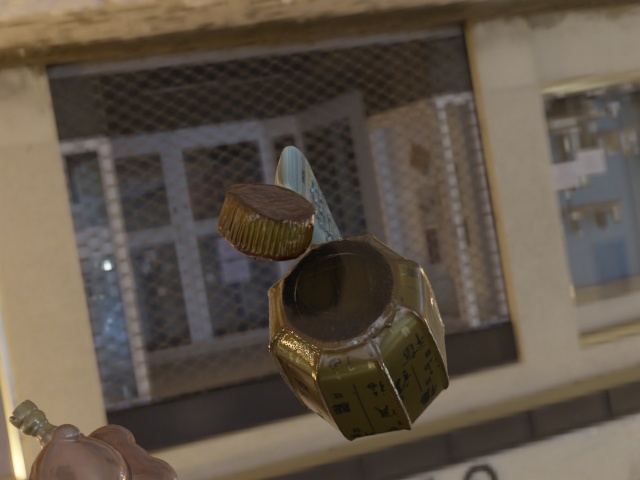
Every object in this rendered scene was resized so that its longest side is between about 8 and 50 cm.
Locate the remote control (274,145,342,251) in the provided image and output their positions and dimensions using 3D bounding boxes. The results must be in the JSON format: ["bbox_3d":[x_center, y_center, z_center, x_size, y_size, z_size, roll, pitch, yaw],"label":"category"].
[{"bbox_3d":[0.001,0.000,1.642,0.051,0.293,0.103,-17,-139,13],"label":"remote control"}]

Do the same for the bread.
[{"bbox_3d":[-0.047,-0.013,0.986,0.085,0.053,0.085,13,-157,-6],"label":"bread"}]

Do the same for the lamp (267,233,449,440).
[{"bbox_3d":[0.037,0.091,1.065,0.161,0.161,0.185,-9,147,14],"label":"lamp"}]

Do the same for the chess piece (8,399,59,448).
[{"bbox_3d":[-0.440,0.309,1.846,0.066,0.122,0.066,-50,175,-6],"label":"chess piece"}]

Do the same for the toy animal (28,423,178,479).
[{"bbox_3d":[-0.281,0.328,1.503,0.171,0.171,0.198,-9,161,17],"label":"toy animal"}]
